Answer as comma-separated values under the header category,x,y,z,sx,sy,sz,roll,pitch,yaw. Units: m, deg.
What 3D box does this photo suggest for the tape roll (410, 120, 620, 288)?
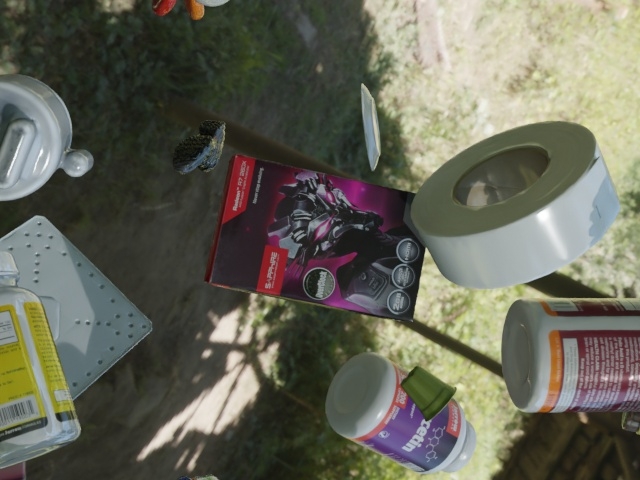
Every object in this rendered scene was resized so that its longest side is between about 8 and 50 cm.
category,x,y,z,sx,sy,sz,roll,pitch,yaw
tape roll,0.280,-0.057,1.163,0.286,0.286,0.100,-51,121,-37

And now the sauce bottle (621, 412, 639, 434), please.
category,x,y,z,sx,sy,sz,roll,pitch,yaw
sauce bottle,0.871,0.426,1.807,0.111,0.345,0.111,14,90,-74

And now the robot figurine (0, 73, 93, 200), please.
category,x,y,z,sx,sy,sz,roll,pitch,yaw
robot figurine,-0.543,-0.184,1.379,0.199,0.300,0.353,-62,-164,8

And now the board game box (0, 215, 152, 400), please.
category,x,y,z,sx,sy,sz,roll,pitch,yaw
board game box,-0.648,0.185,1.788,0.390,0.390,0.050,-44,177,-38

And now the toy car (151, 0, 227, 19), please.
category,x,y,z,sx,sy,sz,roll,pitch,yaw
toy car,-0.214,-0.395,1.136,0.136,0.159,0.182,-40,126,6

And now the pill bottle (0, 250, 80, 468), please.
category,x,y,z,sx,sy,sz,roll,pitch,yaw
pill bottle,-0.529,0.195,1.303,0.188,0.333,0.188,-20,168,-4

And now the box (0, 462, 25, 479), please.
category,x,y,z,sx,sy,sz,roll,pitch,yaw
box,-0.650,0.386,1.545,0.127,0.149,0.232,-162,-107,-69

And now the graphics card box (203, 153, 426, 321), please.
category,x,y,z,sx,sy,sz,roll,pitch,yaw
graphics card box,0.000,0.000,1.408,0.094,0.371,0.232,160,-58,-79

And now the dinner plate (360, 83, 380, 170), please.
category,x,y,z,sx,sy,sz,roll,pitch,yaw
dinner plate,0.082,-0.182,1.278,0.141,0.017,0.141,-7,90,-80

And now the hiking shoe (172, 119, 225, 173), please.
category,x,y,z,sx,sy,sz,roll,pitch,yaw
hiking shoe,-0.295,-0.212,2.008,0.227,0.086,0.114,-57,149,-48

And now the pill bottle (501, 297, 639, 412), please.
category,x,y,z,sx,sy,sz,roll,pitch,yaw
pill bottle,0.576,0.224,1.562,0.224,0.393,0.223,-179,-90,-85

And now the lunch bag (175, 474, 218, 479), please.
category,x,y,z,sx,sy,sz,roll,pitch,yaw
lunch bag,-0.283,0.684,1.760,0.115,0.243,0.303,15,112,-45

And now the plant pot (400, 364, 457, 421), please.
category,x,y,z,sx,sy,sz,roll,pitch,yaw
plant pot,0.189,0.268,1.433,0.083,0.079,0.083,-46,176,-4

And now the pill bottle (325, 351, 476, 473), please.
category,x,y,z,sx,sy,sz,roll,pitch,yaw
pill bottle,0.178,0.373,1.668,0.181,0.323,0.181,-36,-144,32
